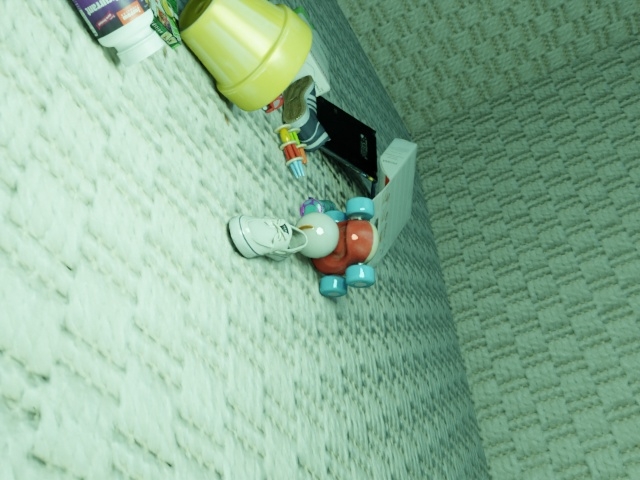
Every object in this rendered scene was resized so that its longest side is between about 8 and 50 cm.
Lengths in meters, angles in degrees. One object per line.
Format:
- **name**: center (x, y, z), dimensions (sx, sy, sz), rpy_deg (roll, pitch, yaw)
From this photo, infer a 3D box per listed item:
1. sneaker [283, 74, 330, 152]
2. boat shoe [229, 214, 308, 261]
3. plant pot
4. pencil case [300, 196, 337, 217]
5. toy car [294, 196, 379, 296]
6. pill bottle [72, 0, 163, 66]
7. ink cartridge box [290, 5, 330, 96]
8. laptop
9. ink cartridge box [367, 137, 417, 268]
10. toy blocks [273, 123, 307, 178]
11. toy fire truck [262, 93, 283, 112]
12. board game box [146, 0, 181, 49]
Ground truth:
- **sneaker**: center (-0.038, -0.378, 2.195), dimensions (0.153, 0.099, 0.282), rpy_deg (55, 25, -33)
- **boat shoe**: center (-0.104, -0.009, 1.557), dimensions (0.267, 0.088, 0.096), rpy_deg (28, 43, -65)
- **plant pot**: center (-0.188, -0.465, 1.651), dimensions (0.239, 0.254, 0.254), rpy_deg (35, 34, -33)
- **pencil case**: center (-0.005, -0.084, 1.988), dimensions (0.151, 0.070, 0.065), rpy_deg (-3, 105, -73)
- **toy car**: center (0.000, 0.000, 1.784), dimensions (0.238, 0.210, 0.219), rpy_deg (16, 66, -32)
- **pill bottle**: center (-0.358, -0.404, 1.247), dimensions (0.193, 0.108, 0.108), rpy_deg (59, 19, -25)
- **ink cartridge box**: center (-0.061, -0.616, 2.390), dimensions (0.198, 0.114, 0.273), rpy_deg (55, 21, -35)
- **laptop**: center (0.088, -0.249, 2.553), dimensions (0.407, 0.236, 0.382), rpy_deg (30, 30, -16)
- **ink cartridge box**: center (0.202, -0.110, 2.358), dimensions (0.385, 0.091, 0.308), rpy_deg (-49, 150, -45)
- **toy blocks**: center (-0.068, -0.241, 2.009), dimensions (0.148, 0.054, 0.123), rpy_deg (70, 18, 7)
- **toy fire truck**: center (-0.133, -0.437, 1.917), dimensions (0.192, 0.135, 0.047), rpy_deg (51, 24, -42)
- **board game box**: center (-0.374, -0.519, 1.478), dimensions (0.259, 0.030, 0.136), rpy_deg (41, 30, -56)
